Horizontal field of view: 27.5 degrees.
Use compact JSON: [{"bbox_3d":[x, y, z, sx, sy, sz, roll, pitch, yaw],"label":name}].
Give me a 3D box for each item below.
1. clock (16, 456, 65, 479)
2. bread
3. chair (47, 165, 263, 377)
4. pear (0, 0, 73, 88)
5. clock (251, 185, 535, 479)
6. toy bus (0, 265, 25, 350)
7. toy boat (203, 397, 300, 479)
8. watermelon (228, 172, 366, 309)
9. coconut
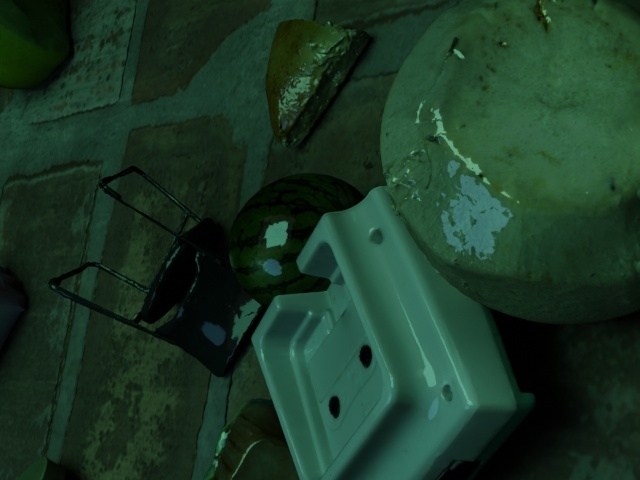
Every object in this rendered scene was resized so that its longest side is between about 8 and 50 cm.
[{"bbox_3d":[-0.387,0.367,1.575,0.235,0.029,0.235,-49,14,16],"label":"clock"},{"bbox_3d":[-0.022,-0.197,1.412,0.154,0.054,0.136,-51,39,22],"label":"bread"},{"bbox_3d":[-0.161,0.036,1.454,0.140,0.221,0.145,-62,-5,14],"label":"chair"},{"bbox_3d":[-0.546,-0.401,1.951,0.238,0.318,0.342,-34,49,34],"label":"pear"},{"bbox_3d":[0.043,0.115,1.097,0.262,0.116,0.231,120,144,-44],"label":"clock"},{"bbox_3d":[-0.568,0.189,1.848,0.386,0.162,0.171,-60,36,15],"label":"toy bus"},{"bbox_3d":[-0.078,0.289,1.251,0.099,0.108,0.293,-80,12,-77],"label":"toy boat"},{"bbox_3d":[0.000,0.000,1.232,0.187,0.141,0.140,-17,62,44],"label":"watermelon"},{"bbox_3d":[0.168,-0.060,0.963,0.245,0.247,0.245,-3,73,8],"label":"coconut"}]
